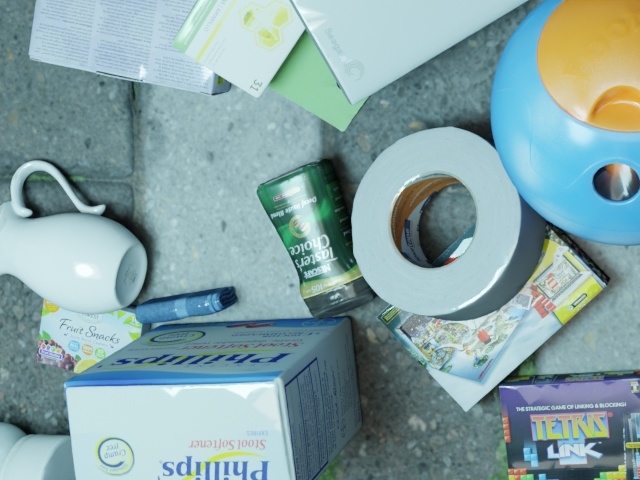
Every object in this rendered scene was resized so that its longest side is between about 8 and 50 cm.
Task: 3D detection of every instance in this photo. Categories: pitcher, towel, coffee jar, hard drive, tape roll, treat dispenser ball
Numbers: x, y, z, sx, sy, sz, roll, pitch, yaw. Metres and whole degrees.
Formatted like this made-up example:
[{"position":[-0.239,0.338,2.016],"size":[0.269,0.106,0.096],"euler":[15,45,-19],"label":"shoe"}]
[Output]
[{"position":[-0.323,-0.004,1.821],"size":[0.207,0.125,0.177],"euler":[14,83,20],"label":"pitcher"},{"position":[-0.170,0.084,1.809],"size":[0.120,0.067,0.029],"euler":[-9,95,18],"label":"towel"},{"position":[0.000,0.000,1.736],"size":[0.096,0.079,0.184],"euler":[-23,93,19],"label":"coffee jar"},{"position":[0.115,-0.316,1.595],"size":[0.308,0.040,0.203],"euler":[-31,104,0],"label":"hard drive"},{"position":[0.145,-0.018,1.652],"size":[0.219,0.072,0.219],"euler":[-5,80,31],"label":"tape roll"},{"position":[0.323,-0.138,1.505],"size":[0.288,0.288,0.288],"euler":[3,101,16],"label":"treat dispenser ball"}]

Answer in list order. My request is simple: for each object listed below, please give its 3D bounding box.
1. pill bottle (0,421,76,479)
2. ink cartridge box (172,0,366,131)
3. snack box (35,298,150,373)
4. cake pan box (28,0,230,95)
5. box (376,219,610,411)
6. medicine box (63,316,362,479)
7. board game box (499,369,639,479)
[{"position":[-0.490,0.339,1.879],"size":[0.361,0.204,0.204],"euler":[-2,99,18],"label":"pill bottle"},{"position":[-0.029,-0.239,1.666],"size":[0.235,0.056,0.171],"euler":[31,115,-11],"label":"ink cartridge box"},{"position":[-0.296,0.125,1.869],"size":[0.141,0.037,0.100],"euler":[13,102,14],"label":"snack box"},{"position":[-0.223,-0.320,1.754],"size":[0.267,0.070,0.245],"euler":[12,101,14],"label":"cake pan box"},{"position":[0.203,0.069,1.705],"size":[0.159,0.044,0.233],"euler":[47,109,5],"label":"box"},{"position":[-0.117,0.196,1.695],"size":[0.264,0.289,0.149],"euler":[-3,99,17],"label":"medicine box"},{"position":[0.305,0.230,1.702],"size":[0.170,0.048,0.141],"euler":[-5,99,17],"label":"board game box"}]
